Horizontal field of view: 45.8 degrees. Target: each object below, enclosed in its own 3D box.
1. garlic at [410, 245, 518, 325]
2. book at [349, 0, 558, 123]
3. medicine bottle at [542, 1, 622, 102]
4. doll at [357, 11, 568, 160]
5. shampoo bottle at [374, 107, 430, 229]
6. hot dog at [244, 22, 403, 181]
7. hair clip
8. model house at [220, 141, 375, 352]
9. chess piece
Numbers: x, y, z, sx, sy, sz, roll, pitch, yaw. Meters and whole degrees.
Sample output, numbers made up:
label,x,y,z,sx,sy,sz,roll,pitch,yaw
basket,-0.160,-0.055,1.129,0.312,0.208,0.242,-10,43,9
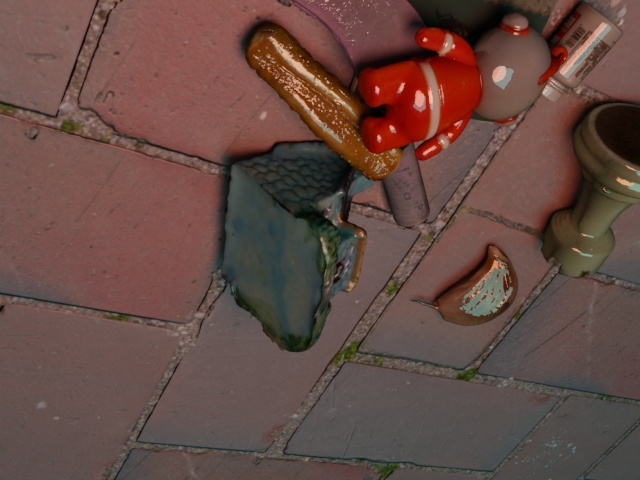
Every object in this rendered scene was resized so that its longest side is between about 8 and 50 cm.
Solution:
label,x,y,z,sx,sy,sz,roll,pitch,yaw
garlic,0.289,0.103,1.464,0.198,0.090,0.128,-32,118,17
book,0.219,-0.350,1.072,0.264,0.031,0.379,5,127,-22
medicine bottle,0.383,-0.284,1.156,0.079,0.079,0.140,21,120,-33
doll,0.209,-0.225,1.066,0.336,0.105,0.200,-20,130,-15
shampoo bottle,0.127,-0.116,1.216,0.072,0.072,0.214,-22,133,-1
hot dog,0.007,-0.194,1.079,0.083,0.068,0.289,-43,116,12
hair clip,0.051,-0.291,1.011,0.358,0.110,0.095,33,156,-34
model house,0.000,0.000,1.193,0.241,0.226,0.261,-28,143,-38
chess piece,0.495,-0.071,1.324,0.194,0.195,0.299,-5,140,-16
